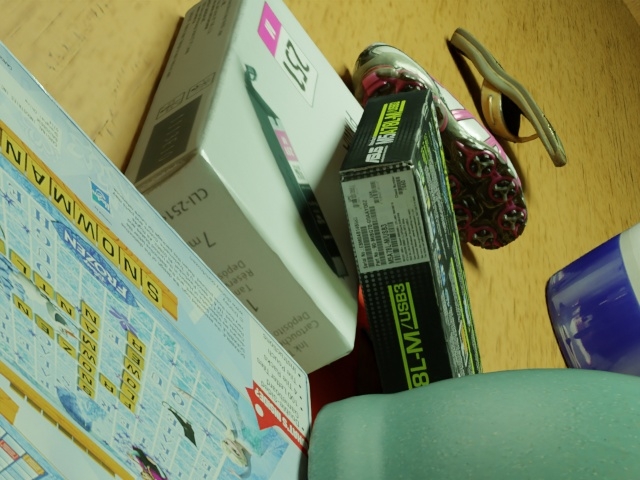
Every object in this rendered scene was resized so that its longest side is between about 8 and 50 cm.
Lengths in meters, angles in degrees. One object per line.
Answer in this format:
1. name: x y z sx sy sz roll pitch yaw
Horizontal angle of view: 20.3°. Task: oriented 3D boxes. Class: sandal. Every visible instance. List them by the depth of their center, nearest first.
1. sandal: 0.169 -0.125 1.653 0.180 0.049 0.072 52 7 30

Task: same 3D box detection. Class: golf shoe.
1. golf shoe: 0.092 -0.074 1.319 0.186 0.067 0.086 50 18 -26

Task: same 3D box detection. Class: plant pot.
1. plant pot: 0.139 0.177 0.733 0.293 0.196 0.293 -19 90 -80

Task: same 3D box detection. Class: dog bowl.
1. dog bowl: 0.303 0.118 1.519 0.265 0.104 0.265 51 19 -26

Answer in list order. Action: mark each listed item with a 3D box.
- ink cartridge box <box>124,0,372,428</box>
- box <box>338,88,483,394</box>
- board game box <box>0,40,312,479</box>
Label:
1. ink cartridge box: 0.000 0.000 0.969 0.239 0.060 0.275 51 19 -20
2. box: 0.054 0.028 0.970 0.184 0.045 0.190 -77 156 -73
3. board game box: -0.110 0.060 0.559 0.318 0.066 0.318 49 20 -30
